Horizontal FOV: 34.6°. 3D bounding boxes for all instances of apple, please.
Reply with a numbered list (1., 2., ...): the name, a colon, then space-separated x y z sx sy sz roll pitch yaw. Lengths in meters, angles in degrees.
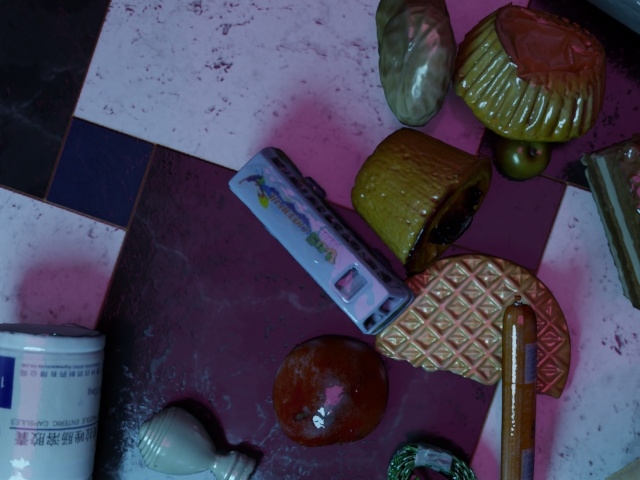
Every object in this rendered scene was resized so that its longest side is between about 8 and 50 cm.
1. apple: 0.317 -0.139 1.593 0.089 0.074 0.090 -2 98 -16

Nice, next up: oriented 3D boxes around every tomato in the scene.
1. tomato: 0.010 0.240 1.608 0.189 0.099 0.173 -5 91 7

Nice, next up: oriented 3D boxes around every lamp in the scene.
1. lamp: -0.200 0.338 1.633 0.193 0.106 0.106 28 92 -4

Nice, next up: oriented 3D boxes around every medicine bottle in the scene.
1. medicine bottle: -0.445 0.299 1.606 0.190 0.190 0.332 5 90 5

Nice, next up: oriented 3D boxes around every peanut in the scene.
1. peanut: 0.139 -0.290 1.544 0.110 0.233 0.197 3 133 -4

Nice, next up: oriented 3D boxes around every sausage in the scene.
1. sausage: 0.303 0.250 1.572 0.053 0.053 0.348 -1 104 5

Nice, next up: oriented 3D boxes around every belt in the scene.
1. belt: 0.172 0.381 1.608 0.151 0.079 0.121 41 83 -7

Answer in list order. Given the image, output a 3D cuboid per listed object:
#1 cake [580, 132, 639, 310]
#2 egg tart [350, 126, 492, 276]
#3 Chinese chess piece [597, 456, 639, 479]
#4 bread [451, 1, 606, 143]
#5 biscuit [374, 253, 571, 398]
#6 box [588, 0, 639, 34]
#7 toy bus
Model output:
1. cake: 0.542 -0.044 1.463 0.255 0.290 0.282 -18 89 6
2. egg tart: 0.153 -0.064 1.556 0.171 0.215 0.215 37 93 20
3. Chinese chess piece: 0.518 0.350 1.443 0.338 0.338 0.140 -32 68 5
4. bread: 0.322 -0.254 1.532 0.240 0.139 0.240 9 56 -14
5. biscuit: 0.251 0.124 1.615 0.309 0.040 0.205 14 91 5
6. box: 0.584 -0.459 1.502 0.396 0.111 0.396 39 81 14
7. toy bus: 0.000 0.000 1.586 0.109 0.136 0.330 -44 81 6
